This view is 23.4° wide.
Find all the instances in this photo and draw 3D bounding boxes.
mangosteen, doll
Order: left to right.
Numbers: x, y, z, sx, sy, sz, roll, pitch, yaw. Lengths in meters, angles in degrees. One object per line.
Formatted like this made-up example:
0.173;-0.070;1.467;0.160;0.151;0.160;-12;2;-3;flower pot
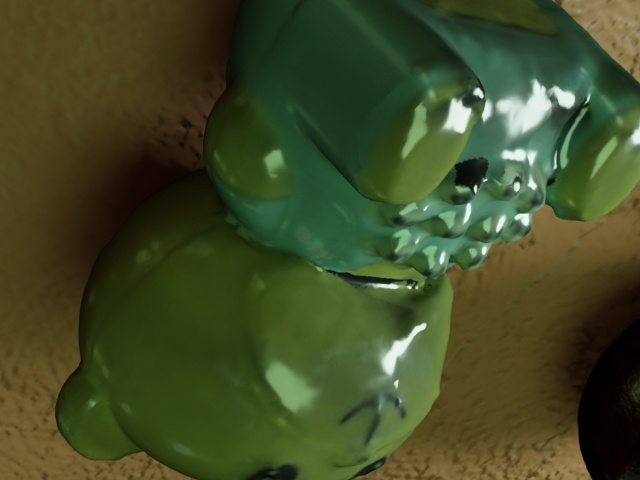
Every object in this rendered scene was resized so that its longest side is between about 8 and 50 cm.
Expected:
0.000;0.000;0.675;0.177;0.161;0.261;0;129;-43;doll
0.215;0.106;0.829;0.152;0.152;0.152;-8;129;-9;mangosteen
